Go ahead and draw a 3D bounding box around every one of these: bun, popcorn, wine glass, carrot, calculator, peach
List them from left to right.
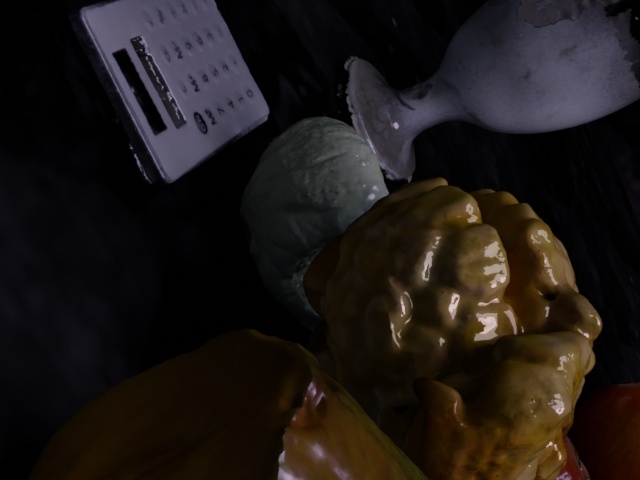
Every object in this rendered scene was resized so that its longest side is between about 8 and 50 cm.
[{"bbox_3d":[-0.125,-0.147,1.086,0.161,0.021,0.261,64,23,-10],"label":"calculator"},{"bbox_3d":[-0.031,0.211,0.701,0.340,0.242,0.241,52,28,-31],"label":"carrot"},{"bbox_3d":[0.000,0.000,1.098,0.204,0.127,0.212,-142,-147,-83],"label":"bun"},{"bbox_3d":[0.098,0.087,0.912,0.332,0.225,0.264,-154,-112,-84],"label":"popcorn"},{"bbox_3d":[0.210,-0.195,1.446,0.190,0.357,0.190,44,34,-40],"label":"wine glass"},{"bbox_3d":[0.536,0.368,1.739,0.405,0.310,0.335,66,20,-4],"label":"peach"}]

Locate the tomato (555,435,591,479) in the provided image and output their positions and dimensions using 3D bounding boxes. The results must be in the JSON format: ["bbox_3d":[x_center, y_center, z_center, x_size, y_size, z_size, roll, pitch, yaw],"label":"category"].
[{"bbox_3d":[0.285,0.301,1.488,0.225,0.085,0.225,56,15,-24],"label":"tomato"}]
